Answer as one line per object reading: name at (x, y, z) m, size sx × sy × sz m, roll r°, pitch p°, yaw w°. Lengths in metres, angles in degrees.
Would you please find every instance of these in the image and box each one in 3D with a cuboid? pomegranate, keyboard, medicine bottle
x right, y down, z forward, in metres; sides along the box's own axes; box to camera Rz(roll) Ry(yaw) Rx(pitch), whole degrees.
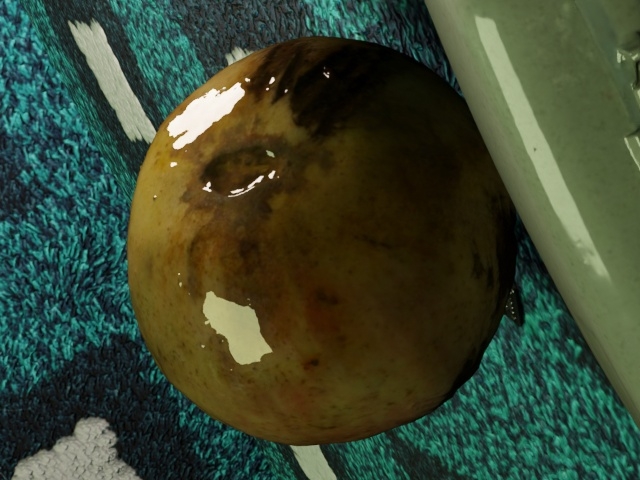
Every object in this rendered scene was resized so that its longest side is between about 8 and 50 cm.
pomegranate at (0.000, 0.000, 1.172) m, size 0.322 × 0.322 × 0.322 m, roll 51°, pitch 163°, yaw 22°
keyboard at (0.130, 0.019, 1.370) m, size 0.155 × 0.010 × 0.053 m, roll 44°, pitch 160°, yaw 41°
medicine bottle at (0.175, -0.024, 0.847) m, size 0.375 × 0.123 × 0.282 m, roll 60°, pitch -172°, yaw -12°
